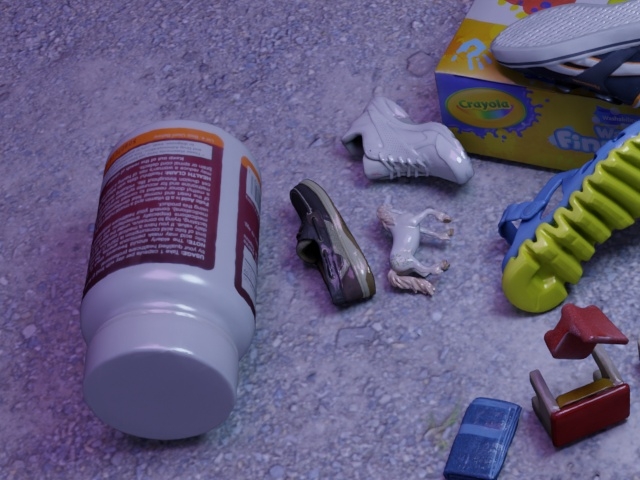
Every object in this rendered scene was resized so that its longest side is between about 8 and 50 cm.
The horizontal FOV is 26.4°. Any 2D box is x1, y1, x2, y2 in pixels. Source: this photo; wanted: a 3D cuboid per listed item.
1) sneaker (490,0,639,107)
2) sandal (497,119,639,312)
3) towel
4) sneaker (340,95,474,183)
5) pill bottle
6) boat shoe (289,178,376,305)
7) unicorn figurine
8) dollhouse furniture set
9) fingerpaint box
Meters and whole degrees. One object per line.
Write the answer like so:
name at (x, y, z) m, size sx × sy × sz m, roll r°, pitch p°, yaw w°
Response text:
sneaker at (0.366, -0.235, 1.754) m, size 0.321 × 0.127 × 0.126 m, roll 1°, pitch 40°, yaw 48°
sandal at (0.341, -0.057, 1.765) m, size 0.317 × 0.126 × 0.138 m, roll -41°, pitch 32°, yaw 9°
towel at (0.194, 0.241, 1.634) m, size 0.067 × 0.029 × 0.119 m, roll 9°, pitch 51°, yaw 23°
sneaker at (0.121, -0.119, 1.961) m, size 0.115 × 0.090 × 0.232 m, roll -43°, pitch 43°, yaw -16°
pill bottle at (-0.194, 0.048, 1.782) m, size 0.224 × 0.224 × 0.392 m, roll -7°, pitch 46°, yaw 8°
boat shoe at (0.000, 0.001, 1.874) m, size 0.073 × 0.080 × 0.223 m, roll -22°, pitch 51°, yaw -13°
unicorn figurine at (0.124, -0.003, 1.858) m, size 0.111 × 0.060 × 0.162 m, roll 2°, pitch 48°, yaw 16°
dollhouse furniture set at (0.435, 0.118, 1.566) m, size 0.374 × 0.201 × 0.152 m, roll -22°, pitch 46°, yaw -7°
fingerpaint box at (0.439, -0.267, 1.947) m, size 0.445 × 0.163 × 0.371 m, roll 12°, pitch 52°, yaw 23°
